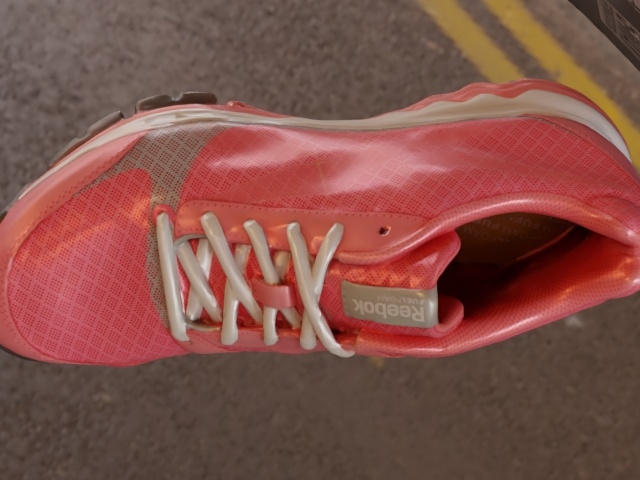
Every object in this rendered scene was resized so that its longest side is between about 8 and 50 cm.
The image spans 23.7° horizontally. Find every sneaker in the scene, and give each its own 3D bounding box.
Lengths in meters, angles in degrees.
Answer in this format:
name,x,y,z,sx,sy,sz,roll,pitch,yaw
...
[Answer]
name,x,y,z,sx,sy,sz,roll,pitch,yaw
sneaker,0.000,-0.001,0.666,0.314,0.116,0.136,-11,24,-6

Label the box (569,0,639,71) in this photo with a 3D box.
name,x,y,z,sx,sy,sz,roll,pitch,yaw
box,0.196,-0.104,0.689,0.242,0.076,0.307,50,5,13
